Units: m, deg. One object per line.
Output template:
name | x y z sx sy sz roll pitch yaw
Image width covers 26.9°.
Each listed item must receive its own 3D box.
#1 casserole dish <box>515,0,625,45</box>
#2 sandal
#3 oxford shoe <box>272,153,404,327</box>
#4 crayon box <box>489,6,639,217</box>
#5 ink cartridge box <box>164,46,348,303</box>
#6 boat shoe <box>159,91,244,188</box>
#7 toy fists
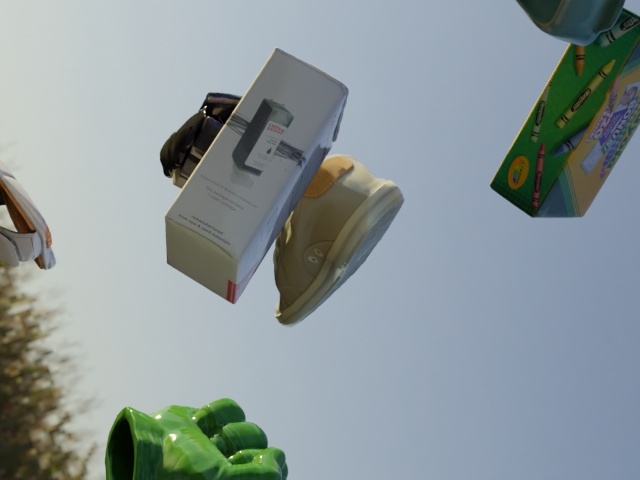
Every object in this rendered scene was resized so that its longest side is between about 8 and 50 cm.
casserole dish | 0.163 -0.226 0.992 0.188 0.037 0.114 62 -31 36
sandal | -0.379 -0.007 1.636 0.102 0.076 0.265 52 -16 15
oxford shoe | 0.000 0.000 1.886 0.130 0.169 0.449 41 -23 6
crayon box | 0.346 -0.164 1.722 0.081 0.165 0.278 37 -70 26
ink cartridge box | -0.066 -0.064 1.367 0.092 0.218 0.158 31 -19 5
boat shoe | -0.062 -0.116 2.049 0.158 0.340 0.127 130 -33 -48
toy fists | -0.077 0.229 1.050 0.096 0.142 0.279 -64 -152 27
